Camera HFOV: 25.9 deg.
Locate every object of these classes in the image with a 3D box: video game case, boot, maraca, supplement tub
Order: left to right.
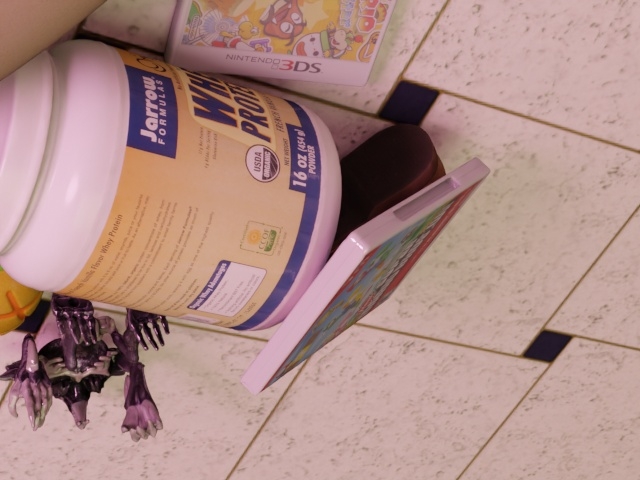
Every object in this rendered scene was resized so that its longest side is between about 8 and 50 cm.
[{"bbox_3d":[-0.356,0.057,1.401,0.185,0.099,0.127,-26,161,25],"label":"maraca"},{"bbox_3d":[-0.165,-0.051,1.272,0.316,0.228,0.228,14,126,-30],"label":"supplement tub"},{"bbox_3d":[-0.021,-0.246,1.282,0.206,0.026,0.227,3,131,-22],"label":"video game case"},{"bbox_3d":[0.000,0.000,1.473,0.305,0.112,0.115,-28,145,5],"label":"boot"},{"bbox_3d":[0.050,0.029,1.357,0.204,0.025,0.285,-53,167,32],"label":"video game case"}]

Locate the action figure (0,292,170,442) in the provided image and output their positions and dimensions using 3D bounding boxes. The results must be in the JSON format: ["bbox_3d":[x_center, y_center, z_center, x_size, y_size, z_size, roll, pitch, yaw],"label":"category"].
[{"bbox_3d":[-0.245,0.138,1.446,0.164,0.141,0.276,1,152,-18],"label":"action figure"}]

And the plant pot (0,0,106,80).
[{"bbox_3d":[-0.240,-0.254,1.068,0.274,0.256,0.256,-27,137,-17],"label":"plant pot"}]
